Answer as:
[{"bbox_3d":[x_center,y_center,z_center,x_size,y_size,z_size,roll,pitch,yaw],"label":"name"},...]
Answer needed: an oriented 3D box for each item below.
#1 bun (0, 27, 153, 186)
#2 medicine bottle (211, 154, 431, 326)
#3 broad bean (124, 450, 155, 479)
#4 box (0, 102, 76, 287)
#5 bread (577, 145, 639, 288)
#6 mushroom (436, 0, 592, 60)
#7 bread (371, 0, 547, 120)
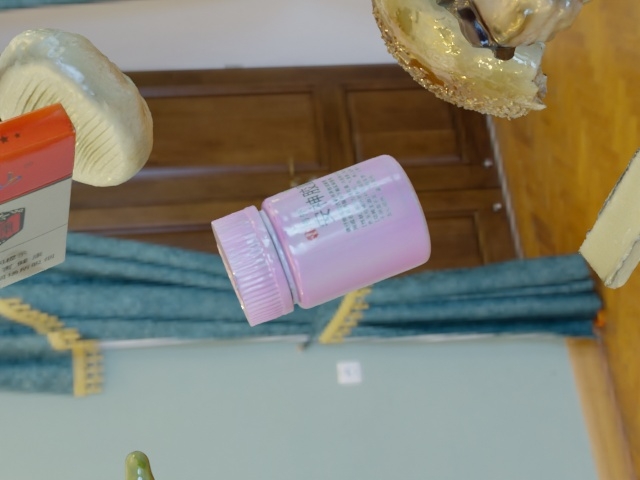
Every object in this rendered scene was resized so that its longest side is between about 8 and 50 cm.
[{"bbox_3d":[-0.288,-0.173,1.256,0.222,0.222,0.127,98,-164,-52],"label":"bun"},{"bbox_3d":[0.000,0.000,1.536,0.178,0.290,0.178,160,90,-83],"label":"medicine bottle"},{"bbox_3d":[-0.236,0.317,1.353,0.063,0.045,0.083,123,137,-68],"label":"broad bean"},{"bbox_3d":[-0.277,-0.018,0.866,0.035,0.139,0.245,59,153,15],"label":"box"},{"bbox_3d":[0.323,-0.026,1.070,0.068,0.028,0.154,-114,38,-50],"label":"bread"},{"bbox_3d":[0.156,-0.313,0.686,0.397,0.313,0.224,-25,56,58],"label":"mushroom"},{"bbox_3d":[0.152,-0.274,1.243,0.171,0.192,0.314,-59,33,38],"label":"bread"}]
